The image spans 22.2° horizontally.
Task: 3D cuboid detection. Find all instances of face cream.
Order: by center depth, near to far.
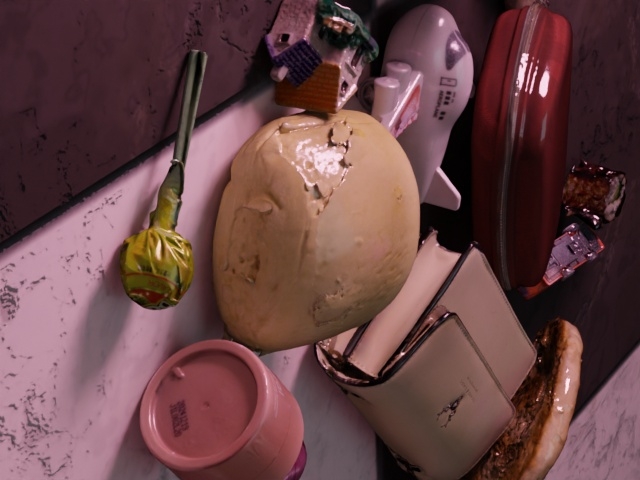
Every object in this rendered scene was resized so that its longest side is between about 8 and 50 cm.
[{"bbox_3d":[-0.103,0.191,1.717,0.149,0.149,0.104,-62,148,-17],"label":"face cream"}]

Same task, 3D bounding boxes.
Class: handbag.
[{"bbox_3d":[0.139,0.152,2.105,0.237,0.160,0.358,-56,148,-13],"label":"handbag"}]

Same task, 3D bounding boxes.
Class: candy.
[{"bbox_3d":[-0.145,-0.060,1.616,0.077,0.073,0.262,16,84,-79],"label":"candy"}]

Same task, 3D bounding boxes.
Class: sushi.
[{"bbox_3d":[0.427,-0.071,2.545,0.094,0.084,0.098,5,105,-64],"label":"sushi"}]

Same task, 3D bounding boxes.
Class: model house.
[{"bbox_3d":[-0.006,-0.195,1.740,0.100,0.087,0.101,-65,146,-16],"label":"model house"}]

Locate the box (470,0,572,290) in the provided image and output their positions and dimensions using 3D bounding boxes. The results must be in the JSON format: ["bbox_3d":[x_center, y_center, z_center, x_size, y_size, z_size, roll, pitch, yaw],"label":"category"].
[{"bbox_3d":[0.263,-0.115,2.141,0.404,0.108,0.263,82,20,-52],"label":"box"}]

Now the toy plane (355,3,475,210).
[{"bbox_3d":[0.122,-0.158,1.943,0.252,0.118,0.252,-44,142,-50],"label":"toy plane"}]

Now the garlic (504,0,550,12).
[{"bbox_3d":[0.283,-0.349,2.182,0.084,0.066,0.152,-38,148,-86],"label":"garlic"}]

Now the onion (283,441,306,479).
[{"bbox_3d":[-0.071,0.257,1.875,0.115,0.104,0.115,-41,-178,2],"label":"onion"}]

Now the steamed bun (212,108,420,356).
[{"bbox_3d":[0.000,0.000,1.774,0.232,0.166,0.273,-13,116,-59],"label":"steamed bun"}]

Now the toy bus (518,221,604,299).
[{"bbox_3d":[0.362,0.029,2.495,0.077,0.065,0.192,-38,173,38],"label":"toy bus"}]

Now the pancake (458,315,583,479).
[{"bbox_3d":[0.264,0.275,2.297,0.356,0.065,0.356,-56,-173,11],"label":"pancake"}]
